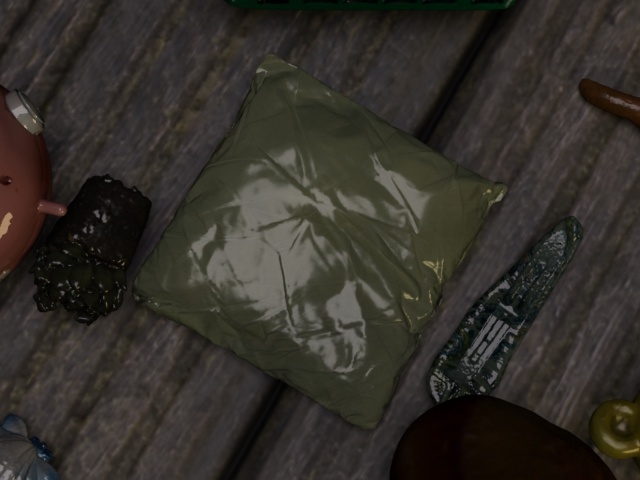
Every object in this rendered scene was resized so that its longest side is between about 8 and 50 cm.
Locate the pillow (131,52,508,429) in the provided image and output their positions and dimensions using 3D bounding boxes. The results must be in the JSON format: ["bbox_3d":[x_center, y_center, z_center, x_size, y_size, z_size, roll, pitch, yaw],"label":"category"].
[{"bbox_3d":[0.000,-0.002,1.259,0.274,0.076,0.280,30,82,0],"label":"pillow"}]

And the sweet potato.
[{"bbox_3d":[0.336,-0.111,1.308,0.179,0.044,0.044,40,82,2],"label":"sweet potato"}]

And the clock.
[{"bbox_3d":[-0.362,-0.056,1.199,0.241,0.142,0.227,-34,85,6],"label":"clock"}]

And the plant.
[{"bbox_3d":[-0.220,0.010,1.239,0.094,0.092,0.143,28,75,-29],"label":"plant"}]

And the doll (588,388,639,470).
[{"bbox_3d":[0.491,0.229,1.201,0.423,0.161,0.348,-19,72,-21],"label":"doll"}]

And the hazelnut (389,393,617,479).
[{"bbox_3d":[0.163,0.261,1.176,0.217,0.217,0.251,-34,75,-6],"label":"hazelnut"}]

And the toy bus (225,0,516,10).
[{"bbox_3d":[0.043,-0.323,1.243,0.344,0.199,0.183,0,62,-1],"label":"toy bus"}]

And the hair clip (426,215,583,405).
[{"bbox_3d":[0.182,0.072,1.275,0.066,0.036,0.229,36,88,8],"label":"hair clip"}]

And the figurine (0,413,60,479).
[{"bbox_3d":[-0.301,0.225,1.218,0.114,0.079,0.114,-4,75,14],"label":"figurine"}]
